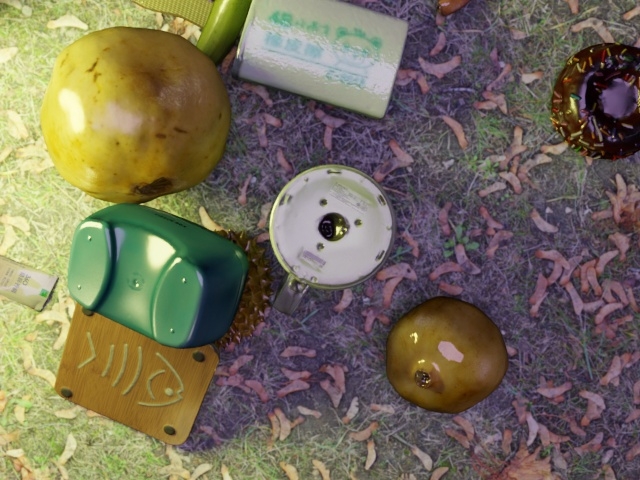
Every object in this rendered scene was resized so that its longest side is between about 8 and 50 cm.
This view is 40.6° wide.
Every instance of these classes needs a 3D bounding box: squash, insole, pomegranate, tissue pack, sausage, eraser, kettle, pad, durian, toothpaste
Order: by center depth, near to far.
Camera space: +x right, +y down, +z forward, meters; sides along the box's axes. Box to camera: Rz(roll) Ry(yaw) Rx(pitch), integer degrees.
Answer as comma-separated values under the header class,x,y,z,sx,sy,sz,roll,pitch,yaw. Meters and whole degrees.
class,x,y,z,sx,sy,sz,roll,pitch,yaw
tissue pack,-0.267,0.055,1.486,0.287,0.206,0.198,20,105,20
pomegranate,-0.320,-0.222,1.512,0.333,0.332,0.332,0,94,-2
kettle,0.016,-0.003,1.541,0.205,0.318,0.265,-1,95,-2
eraser,0.000,-0.348,1.579,0.290,0.104,0.189,15,87,-6
squash,-0.178,-0.400,1.601,0.066,0.066,0.252,30,124,-4
pomegranate,0.232,0.215,1.622,0.233,0.233,0.233,0,94,-2
pad,-0.349,0.246,1.629,0.284,0.018,0.286,24,123,0
insole,-0.272,-0.454,1.636,0.253,0.005,0.086,24,122,-5
sausage,0.293,-0.492,1.649,0.177,0.047,0.040,-43,78,1
durian,-0.174,0.111,1.653,0.187,0.154,0.260,2,103,-27
toothpaste,-0.661,0.044,1.660,0.301,0.048,0.075,25,65,-10

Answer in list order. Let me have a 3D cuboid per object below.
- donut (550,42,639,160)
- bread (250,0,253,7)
class,x,y,z,sx,sy,sz,roll,pitch,yaw
donut,0.562,-0.265,1.655,0.235,0.089,0.235,0,94,-4
bread,-0.198,-0.540,1.598,0.266,0.141,0.178,23,134,-5
